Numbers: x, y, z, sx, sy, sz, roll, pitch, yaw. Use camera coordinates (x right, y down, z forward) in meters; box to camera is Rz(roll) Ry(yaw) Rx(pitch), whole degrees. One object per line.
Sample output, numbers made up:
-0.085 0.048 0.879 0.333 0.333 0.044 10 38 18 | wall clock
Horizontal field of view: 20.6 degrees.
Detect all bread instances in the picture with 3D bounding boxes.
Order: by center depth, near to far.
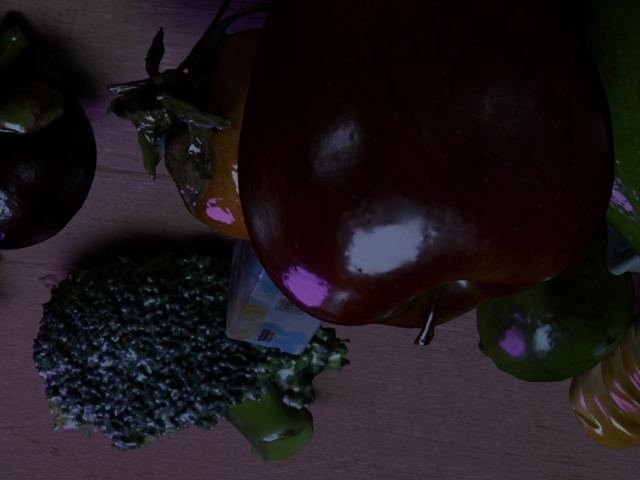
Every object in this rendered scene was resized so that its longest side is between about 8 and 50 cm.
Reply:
0.374 0.130 1.817 0.173 0.121 0.311 -20 161 -23 | bread

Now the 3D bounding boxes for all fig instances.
0.235 0.070 1.775 0.167 0.167 0.233 8 157 12 | fig

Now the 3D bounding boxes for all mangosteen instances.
-0.312 -0.104 1.722 0.194 0.194 0.230 9 124 10 | mangosteen

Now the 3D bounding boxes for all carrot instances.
-0.025 -0.094 1.559 0.331 0.193 0.214 7 122 -10 | carrot

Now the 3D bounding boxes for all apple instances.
0.079 -0.082 1.339 0.288 0.317 0.288 -3 167 -1 | apple

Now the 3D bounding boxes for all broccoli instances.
-0.173 0.154 2.101 0.353 0.275 0.397 32 171 5 | broccoli

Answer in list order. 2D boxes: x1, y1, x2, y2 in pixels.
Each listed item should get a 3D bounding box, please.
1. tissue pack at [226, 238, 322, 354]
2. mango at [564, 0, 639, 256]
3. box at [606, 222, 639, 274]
0.000 0.000 1.772 0.145 0.159 0.229 12 151 -10 | tissue pack
0.333 -0.071 1.466 0.382 0.201 0.225 43 160 -19 | mango
0.328 -0.018 1.663 0.062 0.089 0.122 17 152 -24 | box
